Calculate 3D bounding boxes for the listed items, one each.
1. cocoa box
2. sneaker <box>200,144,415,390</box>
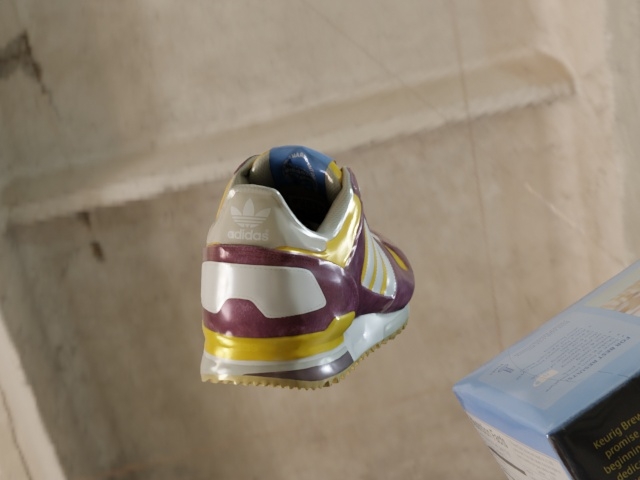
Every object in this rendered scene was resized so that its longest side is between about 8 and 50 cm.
[{"bbox_3d":[0.306,0.106,1.108,0.347,0.231,0.228,-33,-82,-7],"label":"cocoa box"},{"bbox_3d":[0.000,0.000,0.676,0.070,0.185,0.083,4,-78,10],"label":"sneaker"}]
